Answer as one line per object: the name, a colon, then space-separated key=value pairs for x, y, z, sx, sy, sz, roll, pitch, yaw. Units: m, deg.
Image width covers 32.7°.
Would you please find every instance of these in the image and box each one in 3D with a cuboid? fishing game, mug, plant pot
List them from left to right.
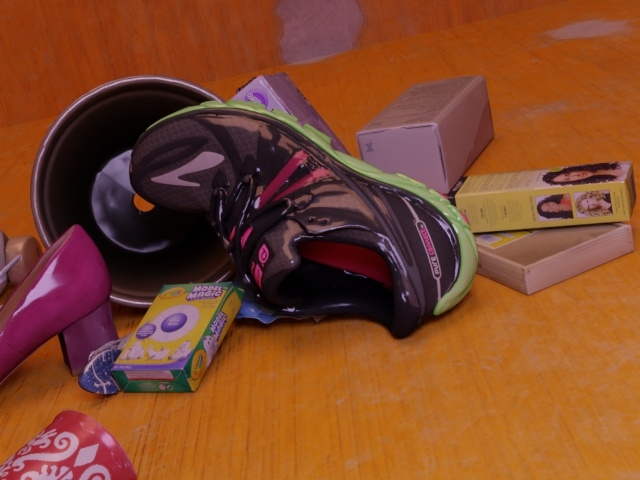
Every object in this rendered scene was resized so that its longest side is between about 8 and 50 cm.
mug: x=-0.247 y=0.244 z=0.960 sx=0.150 sy=0.113 sz=0.169 roll=1 pitch=27 yaw=41
plant pot: x=-0.254 y=-0.067 z=1.619 sx=0.323 sy=0.323 sz=0.280 roll=-16 pitch=3 yaw=-10
fishing game: x=-0.039 y=0.067 z=1.437 sx=0.264 sy=0.041 sz=0.189 roll=-15 pitch=24 yaw=-12

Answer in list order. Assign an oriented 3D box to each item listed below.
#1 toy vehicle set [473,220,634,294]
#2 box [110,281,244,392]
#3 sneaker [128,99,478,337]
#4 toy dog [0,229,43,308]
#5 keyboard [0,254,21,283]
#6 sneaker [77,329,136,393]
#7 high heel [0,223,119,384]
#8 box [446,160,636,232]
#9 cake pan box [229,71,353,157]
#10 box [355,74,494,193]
toy vehicle set: x=0.261 y=-0.005 z=1.444 sx=0.166 sy=0.035 sz=0.267 roll=-20 pitch=20 yaw=-20
box: x=-0.168 y=0.108 z=1.329 sx=0.105 sy=0.043 sz=0.179 roll=-4 pitch=35 yaw=25
sneaker: x=-0.048 y=-0.029 z=1.342 sx=0.483 sy=0.185 sz=0.202 roll=21 pitch=44 yaw=22
toy dog: x=-0.548 y=0.040 z=1.661 sx=0.220 sy=0.161 sz=0.334 roll=-16 pitch=19 yaw=-7
keyboard: x=-0.478 y=0.114 z=1.418 sx=0.256 sy=0.014 sz=0.072 roll=-44 pitch=15 yaw=18
sneaker: x=-0.259 y=0.154 z=1.331 sx=0.058 sy=0.052 sz=0.135 roll=-15 pitch=9 yaw=25
high heel: x=-0.433 y=0.117 z=1.329 sx=0.377 sy=0.181 sz=0.127 roll=-23 pitch=21 yaw=-28
box: x=0.287 y=-0.056 z=1.425 sx=0.232 sy=0.058 sz=0.087 roll=-5 pitch=20 yaw=23
cake pan box: x=-0.017 y=-0.132 z=1.594 sx=0.070 sy=0.267 sz=0.246 roll=-37 pitch=6 yaw=9
box: x=0.186 y=-0.181 z=1.869 sx=0.148 sy=0.121 sz=0.311 roll=-3 pitch=21 yaw=26
